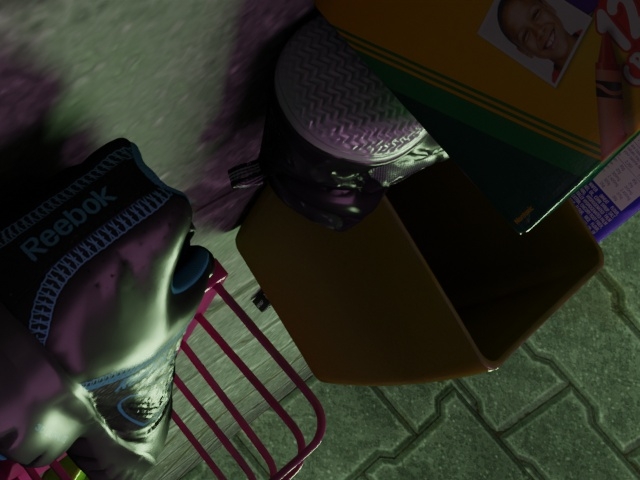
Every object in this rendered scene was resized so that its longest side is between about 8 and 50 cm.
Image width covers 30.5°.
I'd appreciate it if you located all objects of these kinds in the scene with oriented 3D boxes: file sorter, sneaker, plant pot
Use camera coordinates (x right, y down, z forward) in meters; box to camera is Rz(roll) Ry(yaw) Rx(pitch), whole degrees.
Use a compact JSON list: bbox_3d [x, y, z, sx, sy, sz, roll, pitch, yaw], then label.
[{"bbox_3d":[-0.145,0.193,1.030,0.202,0.182,0.291,-36,171,-31],"label":"file sorter"},{"bbox_3d":[-0.108,0.048,0.630,0.139,0.125,0.341,-45,175,-8],"label":"sneaker"},{"bbox_3d":[0.061,0.000,0.936,0.187,0.212,0.212,-31,-179,41],"label":"plant pot"},{"bbox_3d":[0.068,-0.084,0.730,0.268,0.101,0.153,-12,164,-31],"label":"sneaker"}]

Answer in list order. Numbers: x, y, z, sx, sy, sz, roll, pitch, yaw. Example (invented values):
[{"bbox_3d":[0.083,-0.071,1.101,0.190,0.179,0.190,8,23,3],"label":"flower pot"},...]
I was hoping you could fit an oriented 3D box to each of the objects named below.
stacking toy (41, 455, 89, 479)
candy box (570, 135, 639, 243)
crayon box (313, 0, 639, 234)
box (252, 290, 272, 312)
[{"bbox_3d":[-0.332,0.318,1.307,0.309,0.130,0.280,0,112,-82],"label":"stacking toy"},{"bbox_3d":[0.294,-0.137,1.213,0.317,0.122,0.268,-41,-164,13],"label":"candy box"},{"bbox_3d":[0.129,-0.147,0.519,0.081,0.165,0.278,-34,169,-40],"label":"crayon box"},{"bbox_3d":[-0.033,0.044,1.344,0.067,0.018,0.083,-47,170,36],"label":"box"}]
